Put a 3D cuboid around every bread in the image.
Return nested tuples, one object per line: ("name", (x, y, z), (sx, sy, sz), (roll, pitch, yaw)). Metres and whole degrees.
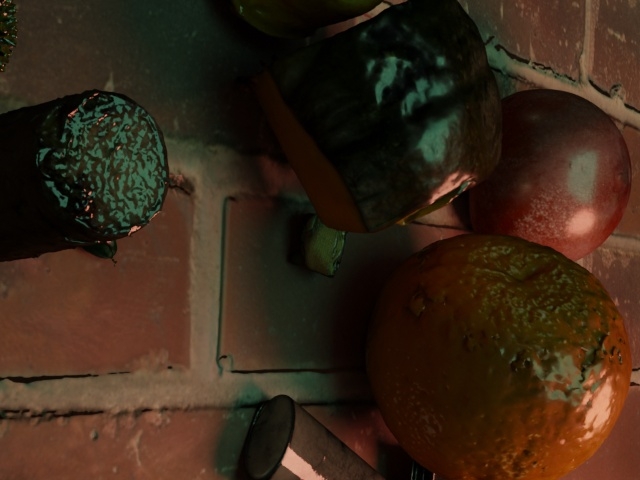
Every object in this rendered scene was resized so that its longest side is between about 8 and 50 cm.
("bread", (-0.013, -0.354, 1.384), (0.268, 0.146, 0.268), (1, 89, -50))

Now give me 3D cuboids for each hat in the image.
("hat", (0.000, 0.000, 1.477), (0.076, 0.059, 0.077), (78, 30, -81))

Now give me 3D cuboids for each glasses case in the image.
("glasses case", (0.015, 0.302, 1.491), (0.299, 0.060, 0.114), (47, 47, -43))

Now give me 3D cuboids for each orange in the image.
("orange", (0.221, 0.159, 1.559), (0.340, 0.340, 0.293), (-34, 146, -49))

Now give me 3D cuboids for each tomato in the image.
("tomato", (0.340, -0.093, 1.804), (0.270, 0.227, 0.270), (3, 86, -57))

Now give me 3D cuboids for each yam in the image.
("yam", (-0.248, -0.042, 0.966), (0.131, 0.280, 0.131), (7, 80, -45))

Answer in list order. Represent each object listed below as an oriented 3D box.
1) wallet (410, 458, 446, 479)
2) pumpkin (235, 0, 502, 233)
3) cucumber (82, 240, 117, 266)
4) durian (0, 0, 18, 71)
("wallet", (0.146, 0.440, 1.668), (0.169, 0.044, 0.317), (16, 78, -68))
("pumpkin", (0.075, -0.153, 1.396), (0.303, 0.256, 0.225), (-35, 105, -42))
("cucumber", (-0.237, -0.029, 1.169), (0.168, 0.039, 0.039), (49, 52, -40))
("durian", (-0.325, -0.165, 1.004), (0.221, 0.095, 0.137), (-9, 97, -47))
